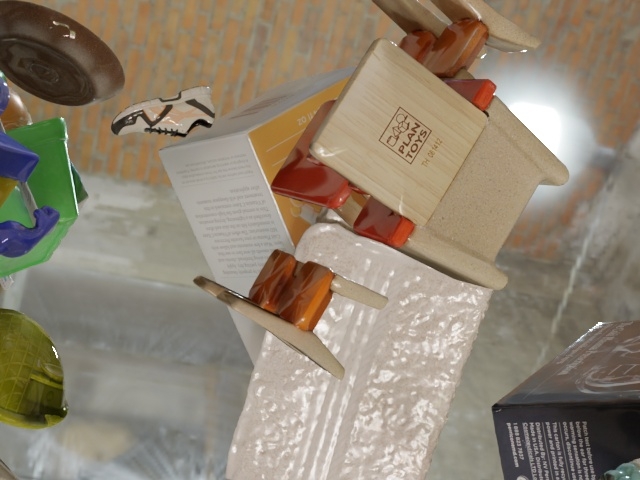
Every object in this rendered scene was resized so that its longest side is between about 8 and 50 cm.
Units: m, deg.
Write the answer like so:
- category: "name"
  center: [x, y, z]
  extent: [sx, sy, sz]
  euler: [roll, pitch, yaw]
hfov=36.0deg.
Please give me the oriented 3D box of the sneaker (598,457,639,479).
- category: "sneaker"
  center: [0.307, 0.268, 0.667]
  extent: [0.110, 0.122, 0.283]
  euler: [87, -20, -68]

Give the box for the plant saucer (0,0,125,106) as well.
- category: "plant saucer"
  center: [-0.352, -0.229, 1.271]
  extent: [0.198, 0.199, 0.036]
  euler: [125, -15, -63]

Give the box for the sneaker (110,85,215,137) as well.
- category: "sneaker"
  center: [-0.158, -0.123, 0.999]
  extent: [0.040, 0.109, 0.043]
  euler: [153, -81, -79]

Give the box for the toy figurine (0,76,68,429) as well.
- category: "toy figurine"
  center: [-0.309, -0.036, 0.786]
  extent: [0.217, 0.363, 0.191]
  euler: [-59, 150, -1]

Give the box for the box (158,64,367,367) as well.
- category: "box"
  center: [0.000, 0.000, 1.152]
  extent: [0.168, 0.215, 0.345]
  euler: [-4, -65, 47]

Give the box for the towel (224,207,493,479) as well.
- category: "towel"
  center: [0.036, 0.122, 0.915]
  extent: [0.049, 0.187, 0.282]
  euler: [-9, 117, -80]

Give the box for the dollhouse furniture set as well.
- category: "dollhouse furniture set"
  center: [0.026, -0.055, 0.625]
  extent: [0.262, 0.135, 0.259]
  euler: [-59, -160, -5]

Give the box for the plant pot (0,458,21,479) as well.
- category: "plant pot"
  center: [-0.281, 0.099, 0.399]
  extent: [0.274, 0.256, 0.256]
  euler: [41, -53, 35]

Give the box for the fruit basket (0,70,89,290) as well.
- category: "fruit basket"
  center: [-0.393, -0.139, 1.114]
  extent: [0.327, 0.165, 0.353]
  euler: [-36, -108, 60]

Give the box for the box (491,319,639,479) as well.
- category: "box"
  center: [0.392, 0.192, 0.986]
  extent: [0.343, 0.313, 0.178]
  euler: [-18, 99, -56]
